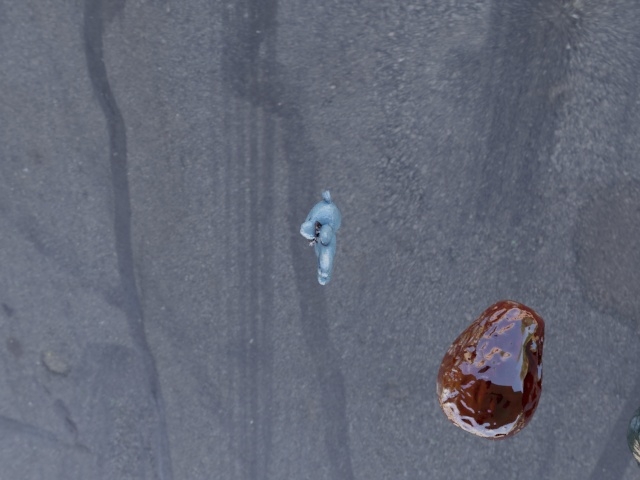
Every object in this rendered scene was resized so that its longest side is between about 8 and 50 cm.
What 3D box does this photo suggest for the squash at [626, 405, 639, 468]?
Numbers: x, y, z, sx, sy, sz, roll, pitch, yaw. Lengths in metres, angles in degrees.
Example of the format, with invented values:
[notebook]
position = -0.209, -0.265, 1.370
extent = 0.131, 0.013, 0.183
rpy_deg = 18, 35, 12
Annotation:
[squash]
position = 0.638, 0.371, 1.007
extent = 0.165, 0.252, 0.252
rpy_deg = -30, 97, 1

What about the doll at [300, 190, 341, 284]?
[doll]
position = -0.005, -0.002, 1.152
extent = 0.075, 0.180, 0.120
rpy_deg = 13, 142, -1

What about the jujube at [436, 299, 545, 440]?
[jujube]
position = 0.328, 0.241, 1.145
extent = 0.189, 0.190, 0.255
rpy_deg = 25, 82, 11
